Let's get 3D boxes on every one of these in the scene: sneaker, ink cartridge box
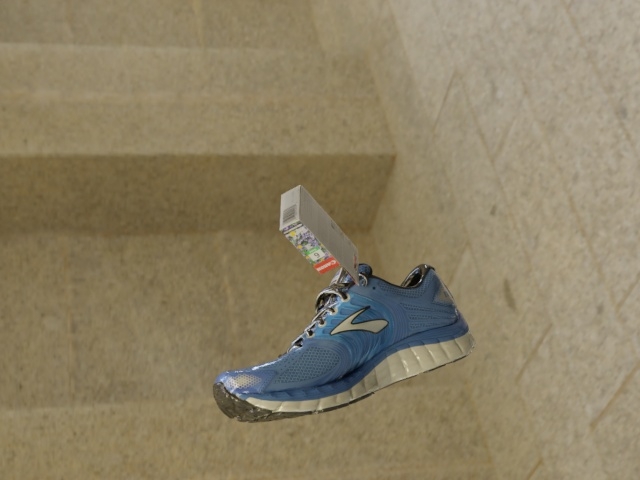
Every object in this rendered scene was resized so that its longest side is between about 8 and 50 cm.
[{"bbox_3d":[0.017,0.110,1.250,0.330,0.130,0.147,-18,-93,-33],"label":"sneaker"},{"bbox_3d":[0.000,0.000,1.197,0.029,0.115,0.063,-27,-145,22],"label":"ink cartridge box"}]
